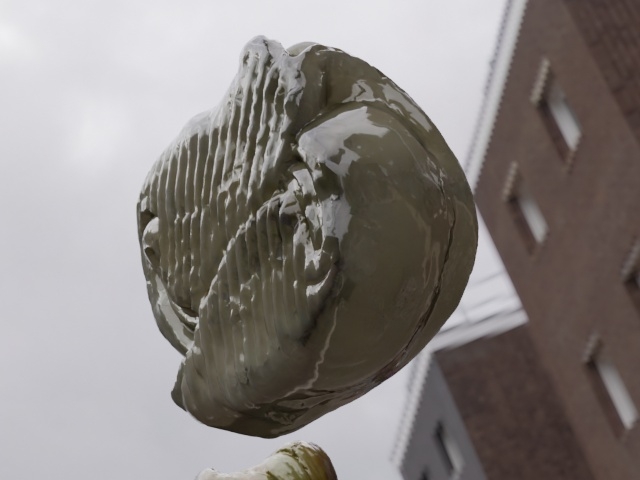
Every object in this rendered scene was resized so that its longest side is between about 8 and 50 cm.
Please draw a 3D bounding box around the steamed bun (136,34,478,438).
[{"bbox_3d":[0.003,0.008,1.418,0.219,0.310,0.324,7,-44,-33],"label":"steamed bun"}]

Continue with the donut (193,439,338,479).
[{"bbox_3d":[-0.047,0.381,1.646,0.170,0.360,0.360,-6,-25,7],"label":"donut"}]
